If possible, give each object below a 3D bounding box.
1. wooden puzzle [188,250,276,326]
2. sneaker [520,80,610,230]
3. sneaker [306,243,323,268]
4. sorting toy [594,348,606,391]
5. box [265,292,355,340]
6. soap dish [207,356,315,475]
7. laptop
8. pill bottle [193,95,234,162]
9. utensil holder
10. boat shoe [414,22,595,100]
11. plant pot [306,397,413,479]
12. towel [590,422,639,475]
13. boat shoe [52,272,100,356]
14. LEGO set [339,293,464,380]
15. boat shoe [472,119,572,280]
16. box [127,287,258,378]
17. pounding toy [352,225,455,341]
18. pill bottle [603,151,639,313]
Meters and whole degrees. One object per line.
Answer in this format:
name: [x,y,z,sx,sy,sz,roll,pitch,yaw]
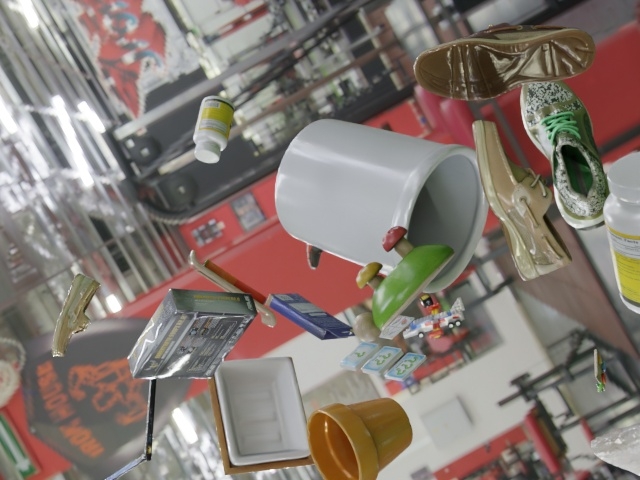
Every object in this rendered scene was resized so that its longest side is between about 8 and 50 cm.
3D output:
wooden puzzle: [-0.197,0.102,2.128,0.238,0.044,0.221,39,172,-6]
sneaker: [0.586,-0.235,2.248,0.182,0.158,0.410,42,-153,-70]
sneaker: [0.000,0.000,2.397,0.061,0.064,0.158,-80,-8,-68]
sorting toy: [0.512,0.247,1.734,0.062,0.012,0.083,53,-143,-42]
box: [-0.014,0.199,2.393,0.225,0.037,0.136,29,-168,28]
soap dish: [-0.155,0.435,2.341,0.118,0.228,0.291,117,145,-52]
laptop: [-0.552,0.503,2.464,0.382,0.236,0.408,136,137,-74]
pill bottle: [-0.202,-0.207,1.788,0.065,0.065,0.116,59,-143,-59]
utensil holder: [0.137,-0.093,2.167,0.385,0.328,0.328,20,152,38]
boat shoe: [0.355,-0.362,1.859,0.123,0.341,0.123,-78,-25,-59]
plant pot: [0.102,0.453,2.185,0.205,0.187,0.205,32,131,46]
towel: [0.615,0.350,1.605,0.282,0.187,0.049,26,-135,-31]
boat shoe: [-0.477,0.150,1.864,0.063,0.059,0.170,135,152,-74]
LEGO set: [0.169,0.175,1.877,0.182,0.244,0.060,4,125,51]
boat shoe: [0.369,-0.083,1.748,0.122,0.110,0.341,-82,-31,-55]
box: [-0.258,0.191,1.906,0.183,0.231,0.056,6,-135,-34]
pounding toy: [0.121,0.061,1.629,0.110,0.183,0.237,44,153,7]
pill bottle: [0.714,-0.016,2.045,0.188,0.187,0.334,-117,5,-58]
